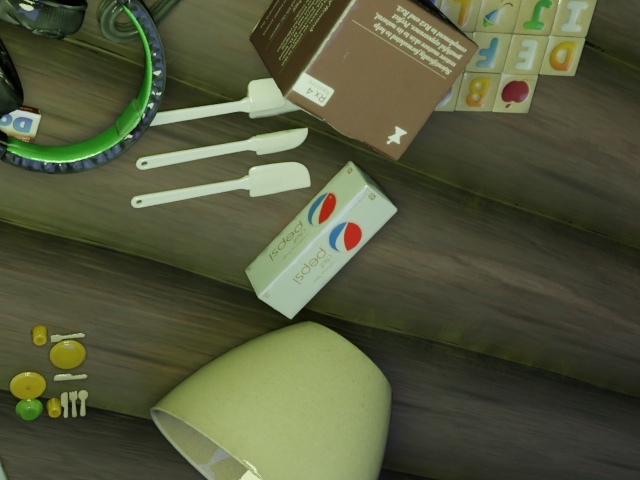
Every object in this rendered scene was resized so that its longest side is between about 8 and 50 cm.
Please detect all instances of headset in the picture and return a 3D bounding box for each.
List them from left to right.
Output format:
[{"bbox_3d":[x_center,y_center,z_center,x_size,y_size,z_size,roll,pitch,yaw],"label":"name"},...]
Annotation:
[{"bbox_3d":[-0.344,-0.221,1.245,0.394,0.185,0.243,35,103,-26],"label":"headset"}]

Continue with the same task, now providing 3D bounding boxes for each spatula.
[{"bbox_3d":[-0.129,-0.121,1.500,0.242,0.019,0.168,-10,129,-14],"label":"spatula"}]

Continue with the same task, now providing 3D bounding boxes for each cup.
[{"bbox_3d":[-0.035,0.253,1.619,0.237,0.331,0.331,-49,129,-19],"label":"cup"}]

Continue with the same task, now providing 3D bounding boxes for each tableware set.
[{"bbox_3d":[-0.372,0.183,1.597,0.104,0.024,0.154,-4,123,-15],"label":"tableware set"}]

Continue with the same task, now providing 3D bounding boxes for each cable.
[{"bbox_3d":[-0.140,-0.338,1.350,0.287,0.072,0.139,-43,144,23],"label":"cable"}]

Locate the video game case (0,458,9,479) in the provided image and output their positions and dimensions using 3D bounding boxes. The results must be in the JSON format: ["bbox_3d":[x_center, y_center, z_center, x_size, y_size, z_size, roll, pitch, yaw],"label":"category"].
[{"bbox_3d":[-0.614,0.284,1.560,0.329,0.036,0.300,-16,125,-10],"label":"video game case"}]

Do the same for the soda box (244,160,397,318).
[{"bbox_3d":[0.000,0.000,1.588,0.216,0.074,0.069,-46,125,11],"label":"soda box"}]

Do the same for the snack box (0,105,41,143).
[{"bbox_3d":[-0.424,-0.142,1.368,0.178,0.022,0.064,11,115,-26],"label":"snack box"}]

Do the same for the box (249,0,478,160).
[{"bbox_3d":[0.044,-0.232,1.371,0.168,0.203,0.167,27,108,-29],"label":"box"}]

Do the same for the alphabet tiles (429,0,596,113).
[{"bbox_3d":[0.236,-0.323,1.512,0.285,0.011,0.342,-1,121,-21],"label":"alphabet tiles"}]
